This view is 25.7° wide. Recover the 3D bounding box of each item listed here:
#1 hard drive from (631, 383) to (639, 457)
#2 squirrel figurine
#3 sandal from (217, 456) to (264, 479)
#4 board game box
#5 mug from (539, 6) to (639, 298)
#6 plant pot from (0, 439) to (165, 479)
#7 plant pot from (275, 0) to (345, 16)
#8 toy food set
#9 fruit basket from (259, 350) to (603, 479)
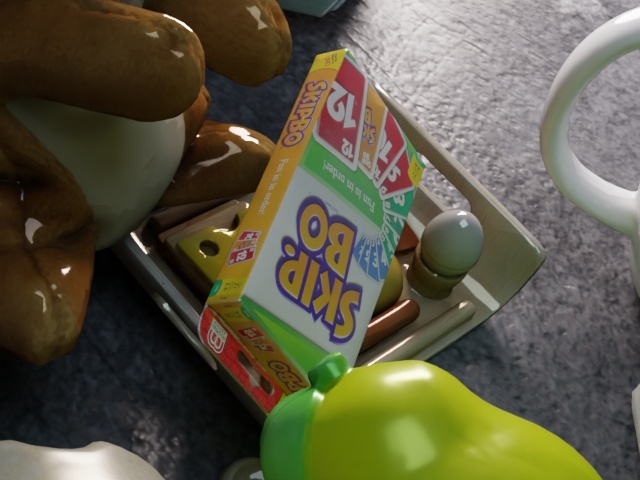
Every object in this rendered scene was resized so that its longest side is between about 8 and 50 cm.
[{"bbox_3d":[0.401,0.224,1.101,0.308,0.040,0.203,14,47,-15],"label":"hard drive"},{"bbox_3d":[-0.211,-0.194,0.910,0.397,0.370,0.281,28,41,27],"label":"squirrel figurine"},{"bbox_3d":[0.015,0.194,0.937,0.180,0.049,0.072,29,45,1],"label":"sandal"},{"bbox_3d":[0.000,0.000,0.960,0.124,0.039,0.259,53,46,-34],"label":"board game box"},{"bbox_3d":[0.361,-0.064,1.132,0.374,0.328,0.276,20,45,-8],"label":"mug"},{"bbox_3d":[-0.114,0.271,0.648,0.334,0.333,0.305,-7,44,-30],"label":"plant pot"},{"bbox_3d":[-0.016,-0.357,1.283,0.252,0.248,0.247,46,45,-6],"label":"plant pot"},{"bbox_3d":[0.006,0.002,1.070,0.306,0.092,0.219,-28,67,-40],"label":"toy food set"},{"bbox_3d":[0.118,0.232,0.728,0.392,0.392,0.283,19,46,-10],"label":"fruit basket"}]
